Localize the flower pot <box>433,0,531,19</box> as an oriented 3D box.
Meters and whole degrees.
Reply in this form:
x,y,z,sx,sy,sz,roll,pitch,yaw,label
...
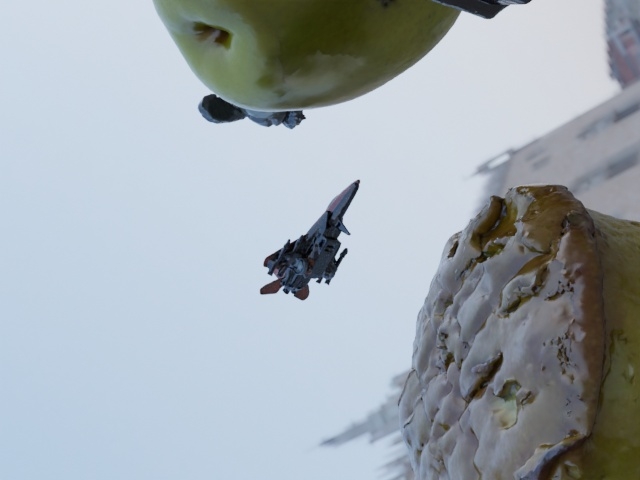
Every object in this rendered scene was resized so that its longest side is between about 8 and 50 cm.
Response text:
x,y,z,sx,sy,sz,roll,pitch,yaw,label
0.195,-0.350,1.398,0.178,0.251,0.084,11,-166,-34,flower pot

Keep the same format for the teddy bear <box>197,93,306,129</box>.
x,y,z,sx,sy,sz,roll,pitch,yaw,label
-0.121,-0.268,2.192,0.251,0.171,0.144,93,160,-65,teddy bear

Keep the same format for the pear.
x,y,z,sx,sy,sz,roll,pitch,yaw,label
-0.003,-0.332,1.610,0.418,0.362,0.362,-44,-73,-34,pear

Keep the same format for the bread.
x,y,z,sx,sy,sz,roll,pitch,yaw,label
0.209,0.144,1.250,0.215,0.398,0.398,9,-135,-15,bread

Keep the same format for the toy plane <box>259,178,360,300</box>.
x,y,z,sx,sy,sz,roll,pitch,yaw,label
0.001,0.003,1.722,0.130,0.189,0.061,11,-141,-44,toy plane
